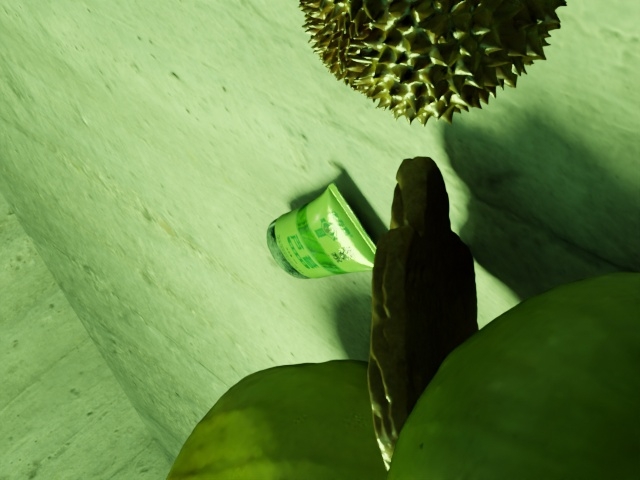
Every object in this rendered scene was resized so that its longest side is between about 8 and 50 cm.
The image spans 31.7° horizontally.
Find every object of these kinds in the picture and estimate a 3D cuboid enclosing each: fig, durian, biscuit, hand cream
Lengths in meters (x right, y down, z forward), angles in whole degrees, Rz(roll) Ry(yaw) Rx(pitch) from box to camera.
[{"bbox_3d":[0.177,0.169,0.651,0.316,0.316,0.316,42,158,21],"label":"fig"},{"bbox_3d":[0.051,-0.139,0.601,0.158,0.137,0.168,65,156,21],"label":"durian"},{"bbox_3d":[0.020,0.269,1.124,0.343,0.343,0.343,42,158,21],"label":"fig"},{"bbox_3d":[0.073,0.085,0.809,0.208,0.041,0.290,3,-97,-69],"label":"biscuit"},{"bbox_3d":[0.000,0.000,1.058,0.095,0.046,0.175,56,157,-8],"label":"hand cream"}]
